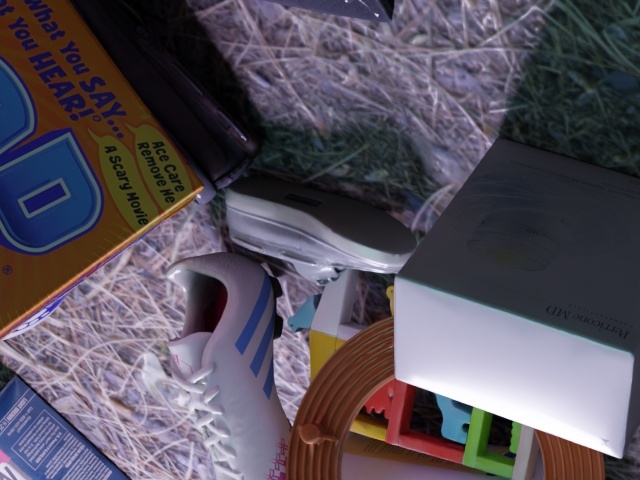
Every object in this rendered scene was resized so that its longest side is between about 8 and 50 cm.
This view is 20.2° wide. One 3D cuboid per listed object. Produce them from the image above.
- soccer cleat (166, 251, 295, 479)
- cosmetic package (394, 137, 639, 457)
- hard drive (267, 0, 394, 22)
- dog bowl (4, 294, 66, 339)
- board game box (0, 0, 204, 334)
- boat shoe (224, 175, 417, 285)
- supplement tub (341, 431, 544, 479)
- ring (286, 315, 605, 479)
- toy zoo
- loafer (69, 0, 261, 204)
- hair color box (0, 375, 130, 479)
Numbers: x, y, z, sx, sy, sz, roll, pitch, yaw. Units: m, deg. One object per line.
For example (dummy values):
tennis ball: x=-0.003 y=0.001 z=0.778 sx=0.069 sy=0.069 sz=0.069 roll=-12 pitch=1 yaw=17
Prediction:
soccer cleat: x=-0.104 y=0.170 z=1.922 sx=0.116 sy=0.331 sz=0.143 roll=-25 pitch=155 yaw=38
cosmetic package: x=0.214 y=0.046 z=1.629 sx=0.224 sy=0.225 sz=0.138 roll=18 pitch=136 yaw=22
hard drive: x=-0.062 y=-0.275 z=1.614 sx=0.254 sy=0.054 sz=0.172 roll=16 pitch=162 yaw=29
dog bowl: x=-0.374 y=-0.027 z=1.952 sx=0.265 sy=0.265 sz=0.104 roll=42 pitch=152 yaw=-5
board game box: x=-0.362 y=-0.080 z=1.679 sx=0.356 sy=0.356 sz=0.356 roll=54 pitch=174 yaw=-3
boat shoe: x=-0.001 y=0.000 z=1.850 sx=0.227 sy=0.079 sz=0.081 roll=20 pitch=121 yaw=30
supplement tub: x=0.105 y=0.330 z=1.966 sx=0.331 sy=0.241 sz=0.241 roll=5 pitch=130 yaw=34
ring: x=0.116 y=0.235 z=1.795 sx=0.336 sy=0.032 sz=0.337 roll=-2 pitch=86 yaw=24
toy zoo: x=0.098 y=0.119 z=1.858 sx=0.293 sy=0.030 sz=0.192 roll=14 pitch=101 yaw=26
loafer: x=-0.174 y=-0.180 z=1.826 sx=0.302 sy=0.095 sz=0.109 roll=56 pitch=173 yaw=-16
hair color box: x=-0.346 y=0.359 z=2.434 sx=0.347 sy=0.105 sz=0.174 roll=43 pitch=140 yaw=-7
